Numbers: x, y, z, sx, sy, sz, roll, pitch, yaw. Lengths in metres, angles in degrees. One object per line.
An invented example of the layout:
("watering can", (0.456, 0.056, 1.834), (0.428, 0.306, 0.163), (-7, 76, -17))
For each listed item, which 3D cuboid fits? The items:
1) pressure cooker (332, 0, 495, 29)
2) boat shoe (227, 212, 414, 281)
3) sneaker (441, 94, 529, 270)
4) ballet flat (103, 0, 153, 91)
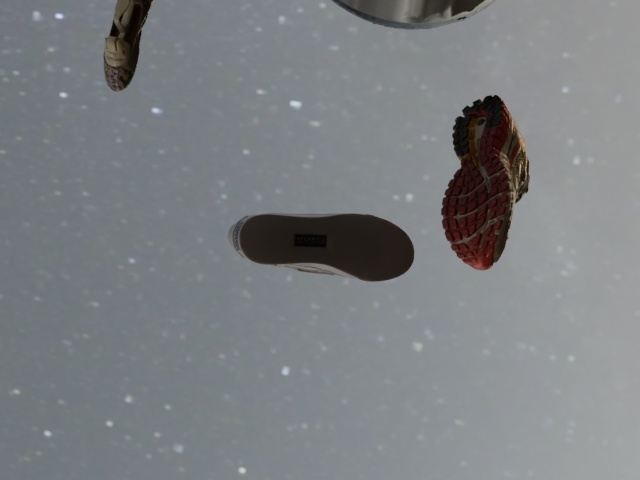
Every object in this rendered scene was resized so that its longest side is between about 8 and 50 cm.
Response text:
("pressure cooker", (0.142, -0.540, 1.915), (0.375, 0.370, 0.420), (-47, -12, -21))
("boat shoe", (0.000, 0.000, 1.925), (0.258, 0.084, 0.095), (11, -90, -20))
("sneaker", (0.201, -0.059, 1.593), (0.093, 0.088, 0.225), (43, -135, -34))
("ballet flat", (-0.199, -0.208, 1.414), (0.041, 0.041, 0.114), (17, -92, -52))
